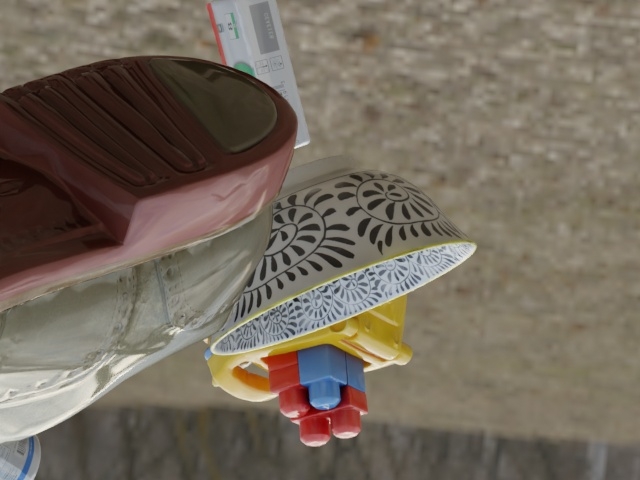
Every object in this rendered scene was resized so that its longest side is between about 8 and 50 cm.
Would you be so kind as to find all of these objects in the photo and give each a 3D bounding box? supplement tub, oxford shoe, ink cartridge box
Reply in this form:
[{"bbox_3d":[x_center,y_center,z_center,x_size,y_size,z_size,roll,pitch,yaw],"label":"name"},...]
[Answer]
[{"bbox_3d":[-0.263,0.146,1.351,0.071,0.071,0.107,-3,149,43],"label":"supplement tub"},{"bbox_3d":[-0.153,0.040,0.668,0.348,0.130,0.123,-18,-138,-33],"label":"oxford shoe"},{"bbox_3d":[-0.093,-0.190,2.131,0.056,0.181,0.225,-18,-171,-22],"label":"ink cartridge box"}]

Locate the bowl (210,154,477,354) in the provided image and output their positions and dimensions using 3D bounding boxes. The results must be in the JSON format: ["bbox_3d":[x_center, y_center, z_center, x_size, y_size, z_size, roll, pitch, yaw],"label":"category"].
[{"bbox_3d":[0.000,0.000,1.101,0.170,0.080,0.170,-22,171,-4],"label":"bowl"}]

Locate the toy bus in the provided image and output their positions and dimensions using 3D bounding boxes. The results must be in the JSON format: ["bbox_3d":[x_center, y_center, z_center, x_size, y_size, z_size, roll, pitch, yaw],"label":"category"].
[{"bbox_3d":[-0.032,0.070,1.563,0.220,0.211,0.149,-14,157,29],"label":"toy bus"}]
